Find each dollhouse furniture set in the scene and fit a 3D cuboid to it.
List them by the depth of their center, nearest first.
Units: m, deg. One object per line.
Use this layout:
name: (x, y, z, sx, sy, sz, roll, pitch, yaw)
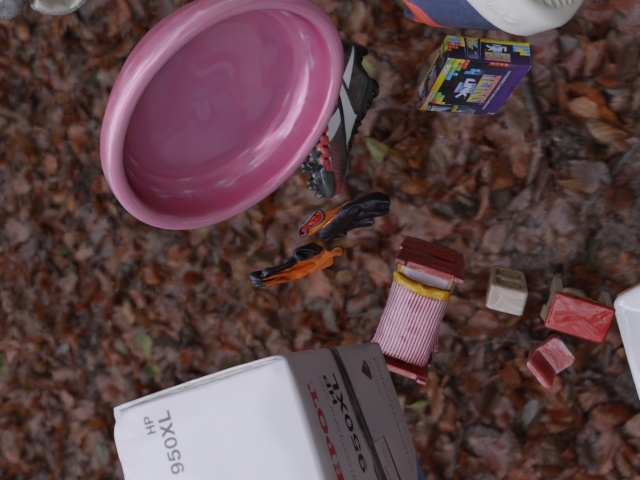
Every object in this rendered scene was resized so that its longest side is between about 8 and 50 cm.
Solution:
dollhouse furniture set: (0.279, 0.147, 1.359, 0.374, 0.152, 0.201, 17, 108, 7)

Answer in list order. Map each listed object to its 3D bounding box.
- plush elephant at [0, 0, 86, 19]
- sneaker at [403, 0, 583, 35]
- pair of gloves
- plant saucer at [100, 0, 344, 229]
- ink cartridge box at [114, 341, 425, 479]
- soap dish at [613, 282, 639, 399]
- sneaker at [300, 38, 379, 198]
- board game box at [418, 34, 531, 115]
plush elephant: (-0.413, -0.371, 0.953, 0.271, 0.255, 0.330, 27, 159, 5)
sneaker: (0.002, -0.241, 0.408, 0.350, 0.131, 0.148, 50, 161, -28)
pair of gloves: (0.000, 0.000, 0.459, 0.083, 0.074, 0.010, -44, 71, 37)
plant saucer: (-0.123, -0.164, 0.984, 0.084, 0.332, 0.332, 47, 126, 30)
ink cartridge box: (-0.008, 0.260, 0.798, 0.166, 0.395, 0.286, -20, 80, 13)
soap dish: (0.632, 0.187, 1.357, 0.229, 0.118, 0.291, 133, 134, -56)
sneaker: (0.032, -0.202, 1.297, 0.097, 0.135, 0.276, 145, 125, -73)
board game box: (0.254, -0.272, 1.363, 0.170, 0.141, 0.048, 114, 159, -69)
